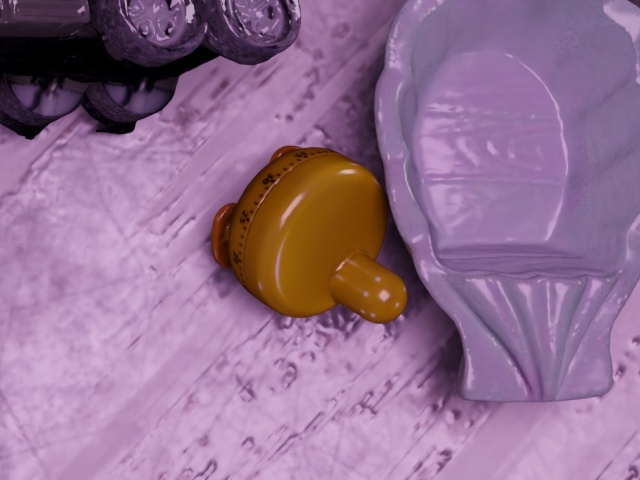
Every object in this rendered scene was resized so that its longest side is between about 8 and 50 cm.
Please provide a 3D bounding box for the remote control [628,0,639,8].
[{"bbox_3d":[0.317,-0.211,1.057,0.313,0.055,0.109,-16,75,5],"label":"remote control"}]

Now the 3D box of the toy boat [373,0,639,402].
[{"bbox_3d":[0.120,-0.042,1.003,0.199,0.100,0.290,0,84,-14],"label":"toy boat"}]

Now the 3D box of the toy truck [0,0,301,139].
[{"bbox_3d":[-0.169,-0.157,0.864,0.363,0.176,0.178,-8,84,-40],"label":"toy truck"}]

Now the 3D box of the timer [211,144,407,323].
[{"bbox_3d":[0.000,0.000,0.962,0.107,0.109,0.107,-26,131,-34],"label":"timer"}]
